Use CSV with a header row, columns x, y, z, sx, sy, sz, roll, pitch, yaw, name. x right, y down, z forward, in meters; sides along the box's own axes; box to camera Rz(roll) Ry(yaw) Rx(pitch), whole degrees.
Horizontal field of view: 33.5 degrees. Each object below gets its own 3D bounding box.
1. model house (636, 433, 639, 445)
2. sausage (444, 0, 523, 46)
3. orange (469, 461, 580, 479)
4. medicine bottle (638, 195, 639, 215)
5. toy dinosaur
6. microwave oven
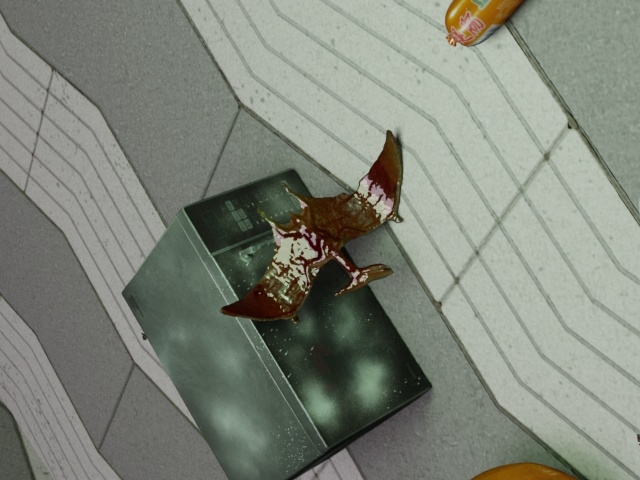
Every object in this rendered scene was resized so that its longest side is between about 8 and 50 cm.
x,y,z,sx,sy,sz,roll,pitch,yaw,name
0.487,0.263,1.213,0.294,0.154,0.207,56,141,15,model house
0.223,-0.315,1.307,0.071,0.071,0.234,57,140,13,sausage
0.280,0.444,1.446,0.284,0.226,0.284,-169,90,-69,orange
0.420,-0.040,1.221,0.091,0.058,0.058,17,120,43,medicine bottle
-0.010,-0.002,1.553,0.113,0.327,0.207,93,156,-75,toy dinosaur
-0.090,0.166,1.758,0.432,0.236,0.374,58,140,12,microwave oven
